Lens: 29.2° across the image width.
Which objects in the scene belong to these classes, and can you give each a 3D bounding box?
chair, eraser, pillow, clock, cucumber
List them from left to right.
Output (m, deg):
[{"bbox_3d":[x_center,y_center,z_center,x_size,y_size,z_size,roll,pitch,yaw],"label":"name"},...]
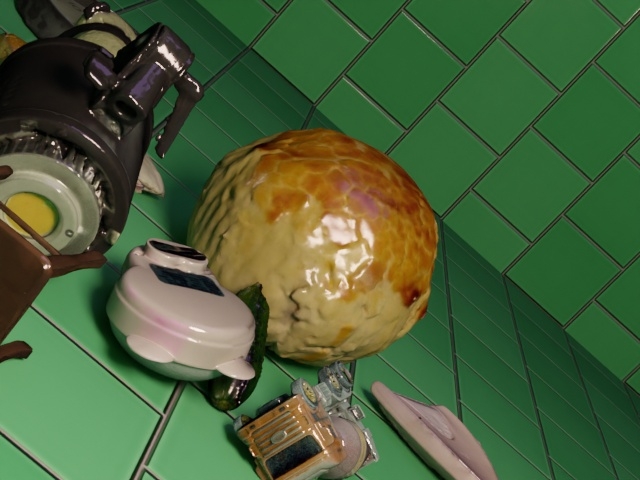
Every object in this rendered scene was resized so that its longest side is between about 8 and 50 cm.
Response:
[{"bbox_3d":[-0.353,0.024,1.115,0.186,0.160,0.319,43,12,7],"label":"chair"},{"bbox_3d":[-0.416,-0.371,2.281,0.325,0.067,0.325,39,15,-12],"label":"clock"},{"bbox_3d":[-0.327,-0.160,1.937,0.229,0.051,0.128,53,10,31],"label":"pillow"},{"bbox_3d":[-0.101,0.131,1.581,0.069,0.069,0.227,38,34,-20],"label":"cucumber"},{"bbox_3d":[0.193,0.327,1.914,0.204,0.059,0.243,28,17,-47],"label":"eraser"}]

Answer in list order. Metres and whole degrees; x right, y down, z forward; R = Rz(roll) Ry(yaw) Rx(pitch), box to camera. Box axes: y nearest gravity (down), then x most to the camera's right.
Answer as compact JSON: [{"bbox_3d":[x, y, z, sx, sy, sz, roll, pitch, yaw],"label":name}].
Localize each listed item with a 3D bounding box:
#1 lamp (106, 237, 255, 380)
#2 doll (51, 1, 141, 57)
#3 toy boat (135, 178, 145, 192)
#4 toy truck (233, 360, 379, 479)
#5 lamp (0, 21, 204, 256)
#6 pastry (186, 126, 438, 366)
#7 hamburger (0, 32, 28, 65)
[{"bbox_3d":[-0.177,0.092,1.490,0.179,0.108,0.246,19,22,-28],"label":"lamp"},{"bbox_3d":[-0.304,-0.227,1.655,0.143,0.135,0.234,45,19,-21],"label":"doll"},{"bbox_3d":[-0.337,-0.138,1.815,0.210,0.066,0.084,51,15,32],"label":"toy boat"},{"bbox_3d":[-0.003,0.244,1.541,0.140,0.108,0.257,59,13,7],"label":"toy truck"},{"bbox_3d":[-0.318,-0.093,1.429,0.205,0.374,0.272,44,45,-23],"label":"lamp"},{"bbox_3d":[0.000,0.000,1.833,0.388,0.312,0.388,38,12,-9],"label":"pastry"},{"bbox_3d":[-0.413,-0.202,1.730,0.177,0.113,0.185,46,21,-16],"label":"hamburger"}]
